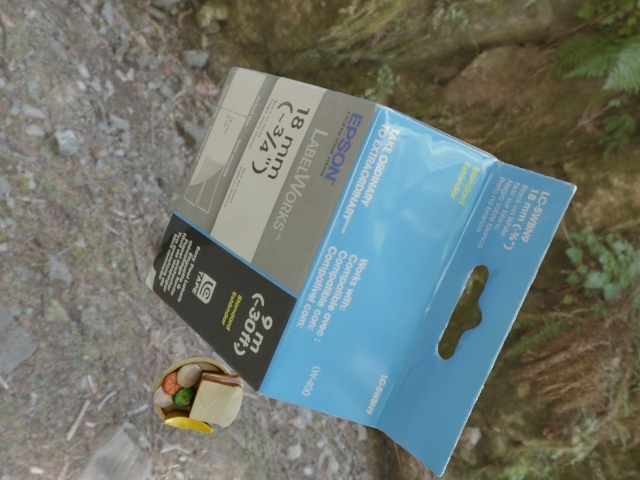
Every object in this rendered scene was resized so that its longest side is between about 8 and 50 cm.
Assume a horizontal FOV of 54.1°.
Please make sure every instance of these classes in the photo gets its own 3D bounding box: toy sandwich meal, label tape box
[{"bbox_3d":[-0.116,0.150,0.598,0.086,0.085,0.029,53,-6,-26],"label":"toy sandwich meal"},{"bbox_3d":[0.000,0.000,0.535,0.105,0.333,0.241,18,97,-43],"label":"label tape box"}]
